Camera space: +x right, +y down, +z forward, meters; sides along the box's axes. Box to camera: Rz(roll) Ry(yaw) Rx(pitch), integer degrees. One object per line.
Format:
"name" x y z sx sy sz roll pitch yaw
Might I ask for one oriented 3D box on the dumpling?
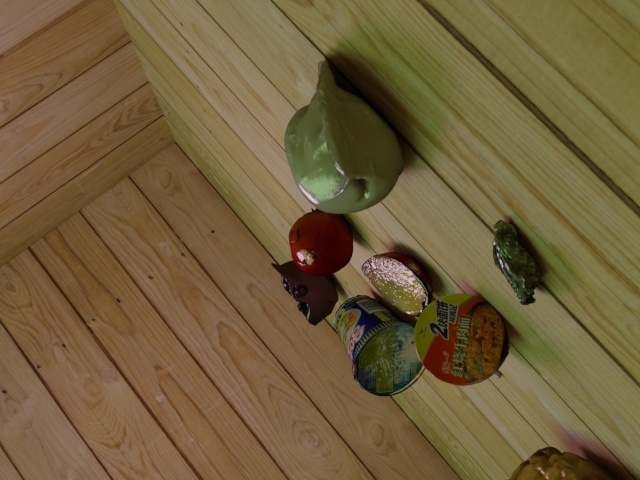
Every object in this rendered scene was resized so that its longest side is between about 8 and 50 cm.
"dumpling" 0.045 -0.211 1.287 0.395 0.233 0.316 41 -140 -82

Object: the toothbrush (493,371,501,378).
"toothbrush" 0.401 0.296 1.770 0.288 0.024 0.021 39 166 39

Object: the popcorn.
"popcorn" 0.602 0.705 1.493 0.354 0.344 0.390 42 136 -1

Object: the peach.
"peach" 0.219 0.107 1.693 0.279 0.068 0.189 28 137 49

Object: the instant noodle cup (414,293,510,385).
"instant noodle cup" 0.331 0.246 1.482 0.213 0.213 0.174 47 176 21

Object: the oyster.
"oyster" 0.353 0.046 1.126 0.125 0.064 0.177 61 -174 37

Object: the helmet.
"helmet" -0.049 0.194 2.705 0.338 0.197 0.271 60 174 -10

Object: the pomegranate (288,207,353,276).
"pomegranate" 0.000 0.000 1.953 0.235 0.210 0.210 -94 -18 -46

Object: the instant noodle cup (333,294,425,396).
"instant noodle cup" 0.187 0.342 2.175 0.284 0.284 0.312 58 174 -29
